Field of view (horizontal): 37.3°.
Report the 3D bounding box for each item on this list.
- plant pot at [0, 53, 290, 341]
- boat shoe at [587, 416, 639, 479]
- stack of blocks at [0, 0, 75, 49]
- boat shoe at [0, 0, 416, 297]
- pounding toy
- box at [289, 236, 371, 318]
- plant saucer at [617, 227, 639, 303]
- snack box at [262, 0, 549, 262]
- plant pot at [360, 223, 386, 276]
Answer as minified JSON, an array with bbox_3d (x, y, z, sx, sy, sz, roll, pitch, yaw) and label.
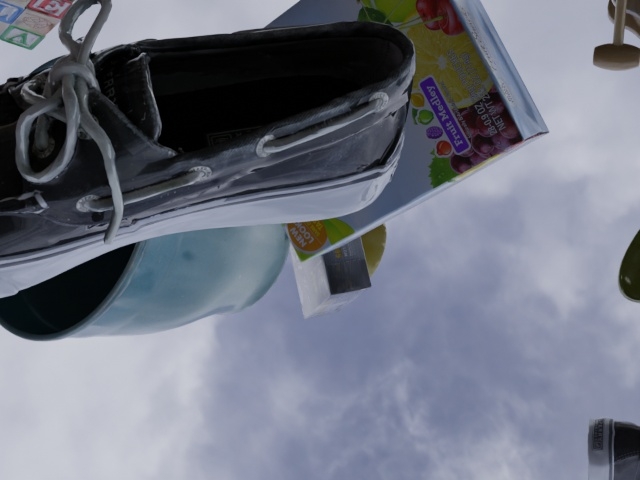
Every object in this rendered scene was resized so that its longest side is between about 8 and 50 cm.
[{"bbox_3d":[-0.175,-0.026,0.980,0.272,0.255,0.271,-7,-102,36],"label":"plant pot"},{"bbox_3d":[0.302,0.240,0.928,0.076,0.228,0.080,0,-131,18],"label":"boat shoe"},{"bbox_3d":[-0.433,-0.305,1.028,0.171,0.297,0.087,-21,-117,49],"label":"stack of blocks"},{"bbox_3d":[-0.100,-0.050,0.451,0.306,0.105,0.113,-6,-122,-12],"label":"boat shoe"},{"bbox_3d":[0.469,-0.343,1.253,0.154,0.155,0.269,16,-93,13],"label":"pounding toy"},{"bbox_3d":[0.000,0.000,1.288,0.056,0.231,0.183,-10,-100,-11],"label":"box"},{"bbox_3d":[0.431,-0.013,1.041,0.037,0.241,0.241,42,-102,-8],"label":"plant saucer"},{"bbox_3d":[0.037,-0.105,0.716,0.207,0.070,0.174,-30,-95,33],"label":"snack box"},{"bbox_3d":[0.026,0.001,1.507,0.134,0.095,0.134,-35,-137,42],"label":"plant pot"}]
